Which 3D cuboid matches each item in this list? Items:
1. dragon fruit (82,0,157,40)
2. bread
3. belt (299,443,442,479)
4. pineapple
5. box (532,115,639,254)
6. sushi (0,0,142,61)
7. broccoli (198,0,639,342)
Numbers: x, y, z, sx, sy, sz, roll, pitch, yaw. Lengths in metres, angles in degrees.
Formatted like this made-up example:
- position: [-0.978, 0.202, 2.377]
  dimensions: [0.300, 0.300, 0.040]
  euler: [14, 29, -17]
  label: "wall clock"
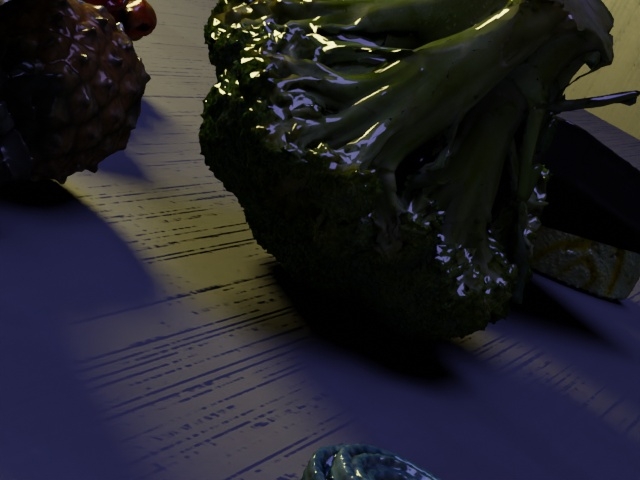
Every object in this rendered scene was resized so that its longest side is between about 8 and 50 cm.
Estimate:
- position: [-0.213, -0.203, 1.316]
  dimensions: [0.208, 0.150, 0.133]
  euler: [17, 45, -55]
  label: "dragon fruit"
- position: [0.245, -0.017, 1.513]
  dimensions: [0.156, 0.110, 0.103]
  euler: [18, 24, -23]
  label: "bread"
- position: [0.095, 0.185, 0.614]
  dimensions: [0.302, 0.072, 0.087]
  euler: [35, 12, 35]
  label: "belt"
- position: [-0.198, -0.085, 0.937]
  dimensions: [0.128, 0.128, 0.248]
  euler: [29, 18, 9]
  label: "pineapple"
- position: [0.143, -0.074, 1.403]
  dimensions: [0.211, 0.058, 0.350]
  euler: [30, -7, -41]
  label: "box"
- position: [-0.214, -0.149, 1.188]
  dimensions: [0.150, 0.078, 0.090]
  euler: [24, 23, -19]
  label: "sushi"
- position: [0.072, -0.077, 1.077]
  dimensions: [0.304, 0.283, 0.321]
  euler: [41, 29, -22]
  label: "broccoli"
